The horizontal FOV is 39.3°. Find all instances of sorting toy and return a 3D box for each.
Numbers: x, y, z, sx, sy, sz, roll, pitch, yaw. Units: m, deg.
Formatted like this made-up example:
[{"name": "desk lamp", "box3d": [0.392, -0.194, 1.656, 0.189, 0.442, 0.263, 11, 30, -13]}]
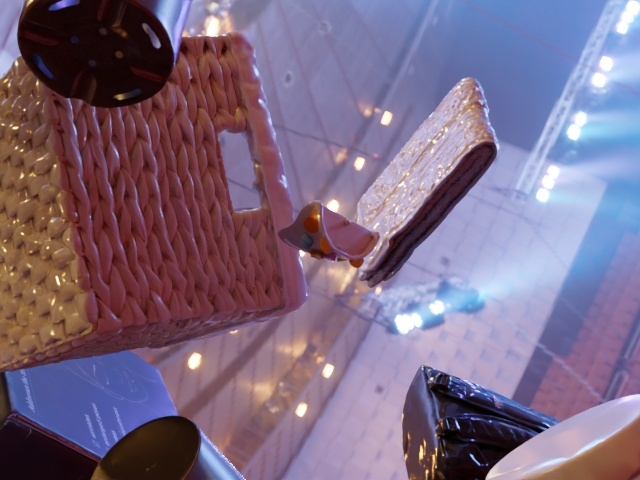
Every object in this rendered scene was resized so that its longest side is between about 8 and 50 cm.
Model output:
[{"name": "sorting toy", "box3d": [0.000, 0.000, 0.856, 0.083, 0.075, 0.045, 26, -111, -38]}]

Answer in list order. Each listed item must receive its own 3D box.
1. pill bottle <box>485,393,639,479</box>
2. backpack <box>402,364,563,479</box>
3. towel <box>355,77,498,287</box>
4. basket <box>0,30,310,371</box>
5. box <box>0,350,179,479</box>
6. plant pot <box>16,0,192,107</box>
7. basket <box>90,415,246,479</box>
[{"name": "pill bottle", "box3d": [0.242, 0.271, 0.579, 0.181, 0.323, 0.181, -28, -7, -4]}, {"name": "backpack", "box3d": [0.317, 0.389, 1.471, 0.290, 0.356, 0.273, -99, 20, -63]}, {"name": "towel", "box3d": [0.134, -0.079, 1.221, 0.282, 0.049, 0.187, -52, 22, 31]}, {"name": "basket", "box3d": [-0.234, -0.036, 1.034, 0.266, 0.331, 0.328, -7, -99, -38]}, {"name": "box", "box3d": [-0.481, 0.351, 1.568, 0.297, 0.480, 0.472, -44, -53, 2]}, {"name": "plant pot", "box3d": [-0.180, -0.213, 0.767, 0.167, 0.167, 0.165, 87, -178, -53]}, {"name": "basket", "box3d": [-0.125, 0.304, 0.929, 0.154, 0.204, 0.227, -29, -59, 1]}]
